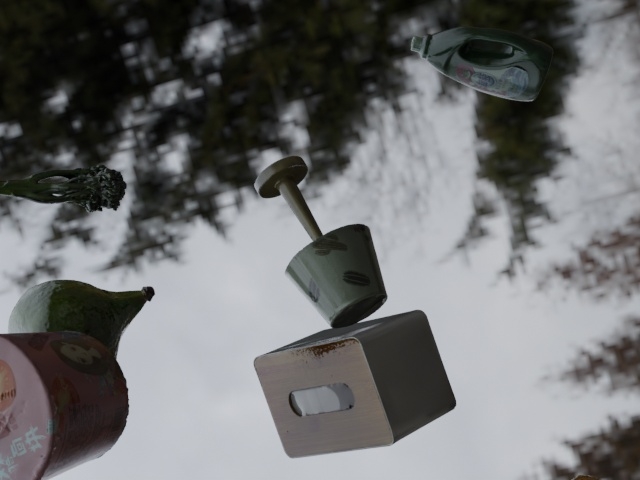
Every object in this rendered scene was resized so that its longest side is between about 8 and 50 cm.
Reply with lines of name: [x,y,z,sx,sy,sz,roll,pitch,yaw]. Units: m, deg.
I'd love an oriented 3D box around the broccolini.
broccolini: [-0.394,-0.075,2.558,0.068,0.203,0.091,96,172,-57]

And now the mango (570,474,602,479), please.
mango: [0.345,0.429,2.248,0.287,0.153,0.201,-53,-51,-65]

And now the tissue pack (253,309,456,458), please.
tissue pack: [0.048,0.202,2.394,0.136,0.246,0.159,-22,-87,-39]

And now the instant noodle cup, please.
instant noodle cup: [-0.400,0.227,2.310,0.231,0.243,0.243,-9,-96,-64]

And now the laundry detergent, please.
laundry detergent: [0.245,-0.285,2.609,0.137,0.211,0.063,111,174,-63]

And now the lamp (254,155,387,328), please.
lamp: [0.000,0.000,2.106,0.214,0.121,0.121,59,-168,21]

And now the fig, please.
fig: [-0.366,0.148,2.674,0.235,0.203,0.203,-18,-85,-29]
